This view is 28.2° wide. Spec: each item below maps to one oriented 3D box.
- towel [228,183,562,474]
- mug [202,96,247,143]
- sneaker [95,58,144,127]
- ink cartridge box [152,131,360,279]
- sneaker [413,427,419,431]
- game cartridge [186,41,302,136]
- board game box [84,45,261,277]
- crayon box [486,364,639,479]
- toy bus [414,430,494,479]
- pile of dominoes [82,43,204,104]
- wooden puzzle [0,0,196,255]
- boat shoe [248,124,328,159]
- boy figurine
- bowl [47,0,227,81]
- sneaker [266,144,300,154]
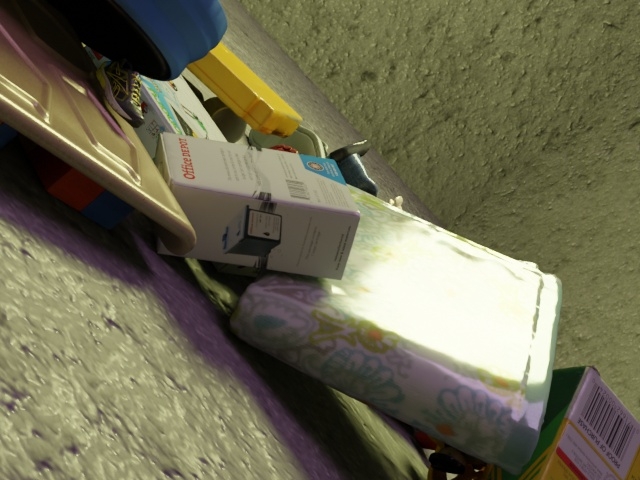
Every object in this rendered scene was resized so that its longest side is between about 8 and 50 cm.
[{"bbox_3d":[0.097,0.078,1.374,0.320,0.090,0.374,23,25,4],"label":"towel"},{"bbox_3d":[-0.151,-0.184,1.855,0.078,0.062,0.064,55,-4,-40],"label":"mug"},{"bbox_3d":[-0.178,-0.138,1.166,0.083,0.035,0.031,56,6,34],"label":"sneaker"},{"bbox_3d":[-0.070,-0.037,1.280,0.190,0.082,0.140,7,25,-15],"label":"ink cartridge box"},{"bbox_3d":[0.105,0.138,1.699,0.169,0.108,0.292,48,19,-28],"label":"sneaker"},{"bbox_3d":[-0.160,-0.255,1.802,0.285,0.053,0.323,43,8,3],"label":"game cartridge"},{"bbox_3d":[-0.146,-0.092,1.473,0.305,0.053,0.193,55,12,15],"label":"board game box"},{"bbox_3d":[0.257,0.318,1.356,0.081,0.318,0.202,-14,-56,49],"label":"crayon box"},{"bbox_3d":[0.179,0.269,1.502,0.202,0.104,0.191,21,-26,5],"label":"toy bus"},{"bbox_3d":[-0.239,-0.209,1.664,0.196,0.040,0.251,48,17,-19],"label":"pile of dominoes"},{"bbox_3d":[-0.269,-0.151,1.095,0.322,0.080,0.348,56,5,33],"label":"wooden puzzle"},{"bbox_3d":[-0.028,-0.123,2.040,0.091,0.114,0.302,39,14,-30],"label":"boat shoe"},{"bbox_3d":[0.089,-0.021,2.095,0.092,0.177,0.285,-22,85,-36],"label":"boy figurine"},{"bbox_3d":[-0.269,-0.292,1.237,0.391,0.077,0.391,34,-8,6],"label":"bowl"},{"bbox_3d":[-0.035,-0.047,1.856,0.225,0.088,0.093,57,-9,31],"label":"sneaker"}]
